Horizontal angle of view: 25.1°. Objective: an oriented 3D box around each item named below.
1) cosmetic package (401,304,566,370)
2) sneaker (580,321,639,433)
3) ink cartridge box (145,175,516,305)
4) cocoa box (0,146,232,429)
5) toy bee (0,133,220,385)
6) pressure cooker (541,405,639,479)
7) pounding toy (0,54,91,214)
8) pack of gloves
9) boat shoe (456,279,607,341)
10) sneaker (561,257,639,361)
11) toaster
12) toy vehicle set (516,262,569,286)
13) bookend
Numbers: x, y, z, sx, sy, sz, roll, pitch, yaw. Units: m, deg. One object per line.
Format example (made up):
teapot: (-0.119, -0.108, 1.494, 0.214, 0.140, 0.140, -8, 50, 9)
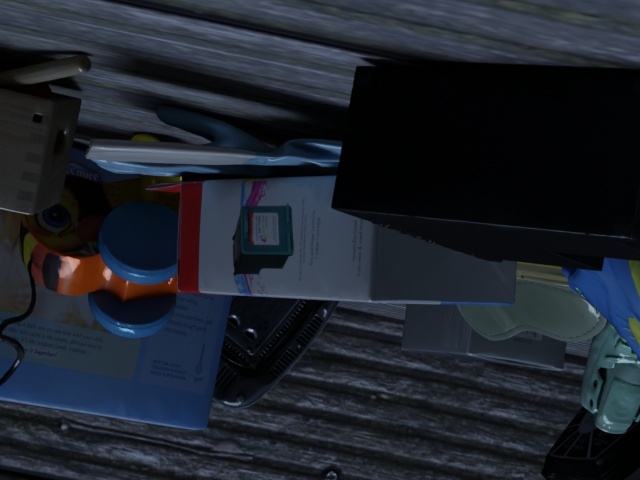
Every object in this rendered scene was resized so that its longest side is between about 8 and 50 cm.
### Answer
cosmetic package: (0.194, 0.097, 1.727, 0.127, 0.107, 0.238, 10, 172, -13)
sneaker: (0.321, 0.117, 1.395, 0.094, 0.151, 0.256, 13, 174, -1)
ink cartridge box: (0.000, 0.000, 0.946, 0.134, 0.078, 0.231, 3, 178, -42)
cocoa box: (-0.275, 0.030, 1.312, 0.228, 0.231, 0.347, 5, 171, 44)
toy bee: (-0.168, -0.013, 1.131, 0.298, 0.195, 0.162, -5, -128, -46)
pressure cooker: (0.493, 0.307, 1.781, 0.370, 0.420, 0.375, 31, 162, 28)
pounding toy: (-0.205, -0.076, 0.883, 0.130, 0.100, 0.141, 12, -175, -2)
pack of gloves: (-0.029, -0.064, 0.896, 0.232, 0.046, 0.195, 2, 177, -10)
boat shoe: (0.211, 0.048, 1.366, 0.081, 0.069, 0.228, 54, 158, -12)
sneaker: (0.246, 0.047, 1.031, 0.126, 0.091, 0.240, 42, 170, 33)
toaster: (-0.062, 0.062, 1.492, 0.129, 0.227, 0.146, 38, 180, -3)
toy vehicle set: (0.139, -0.003, 1.131, 0.166, 0.035, 0.267, 8, 174, 33)
bookend: (0.116, -0.029, 0.698, 0.157, 0.072, 0.156, 7, 174, 37)
